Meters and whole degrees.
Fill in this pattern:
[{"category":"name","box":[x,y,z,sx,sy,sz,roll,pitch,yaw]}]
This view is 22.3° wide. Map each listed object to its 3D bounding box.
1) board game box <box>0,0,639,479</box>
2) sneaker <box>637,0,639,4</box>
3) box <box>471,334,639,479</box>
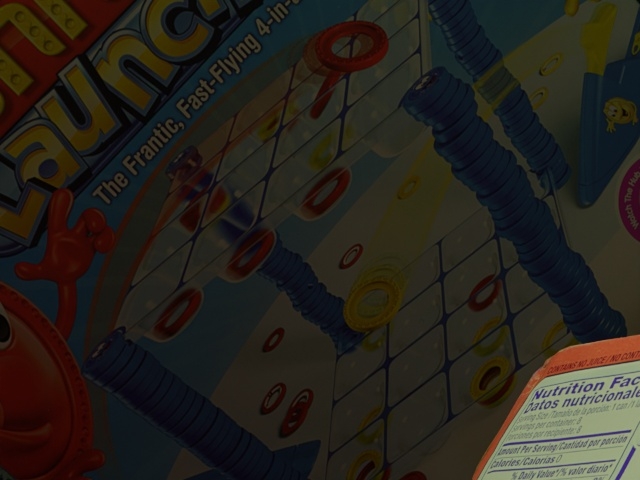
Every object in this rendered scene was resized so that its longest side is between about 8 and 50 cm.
[{"category":"board game box","box":[-0.020,-0.025,0.637,0.308,0.302,0.086,-49,20,-11]},{"category":"sneaker","box":[0.142,-0.133,0.823,0.286,0.109,0.130,-2,51,53]},{"category":"box","box":[0.151,0.100,0.285,0.300,0.142,0.154,-17,33,52]}]
